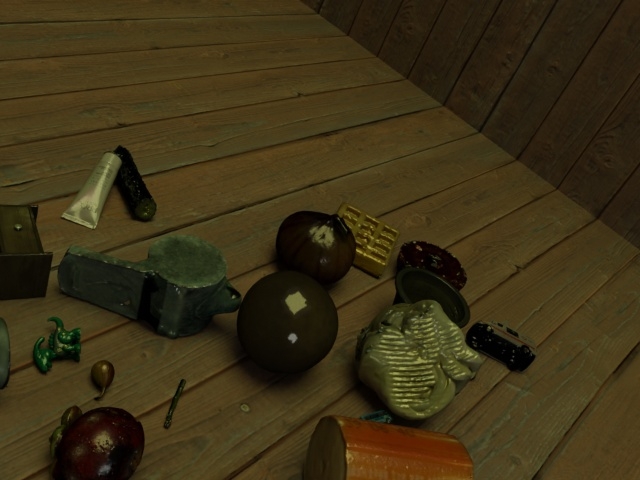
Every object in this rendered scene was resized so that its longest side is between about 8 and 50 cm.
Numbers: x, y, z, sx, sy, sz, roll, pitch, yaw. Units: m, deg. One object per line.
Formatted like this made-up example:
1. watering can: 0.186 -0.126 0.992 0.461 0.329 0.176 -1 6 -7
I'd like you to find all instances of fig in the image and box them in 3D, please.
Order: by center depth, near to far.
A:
1. fig: -0.459 0.293 1.451 0.050 0.050 0.083 11 55 -20
2. fig: -0.007 0.010 1.969 0.235 0.215 0.235 0 24 0

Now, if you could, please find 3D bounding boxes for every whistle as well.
1. whistle: -0.395 0.109 1.621 0.404 0.168 0.188 -2 42 -27

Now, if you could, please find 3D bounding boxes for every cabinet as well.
1. cabinet: -0.728 0.022 1.535 0.215 0.148 0.175 -1 43 -35

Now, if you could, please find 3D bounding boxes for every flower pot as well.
1. flower pot: 0.283 0.207 1.935 0.235 0.148 0.235 19 32 -13

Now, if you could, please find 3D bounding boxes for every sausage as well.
1. sausage: 0.131 0.490 1.410 0.287 0.233 0.233 15 36 -18

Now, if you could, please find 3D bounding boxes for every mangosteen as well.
1. mangosteen: -0.420 0.384 1.272 0.180 0.166 0.166 6 31 17

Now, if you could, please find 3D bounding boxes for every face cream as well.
1. face cream: -0.610 -0.139 1.877 0.092 0.058 0.244 20 53 -8

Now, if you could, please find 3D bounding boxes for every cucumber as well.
1. cucumber: -0.543 -0.175 1.976 0.072 0.072 0.300 -3 42 -35

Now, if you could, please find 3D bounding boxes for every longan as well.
1. longan: -0.077 0.190 1.647 0.258 0.258 0.258 17 36 -13

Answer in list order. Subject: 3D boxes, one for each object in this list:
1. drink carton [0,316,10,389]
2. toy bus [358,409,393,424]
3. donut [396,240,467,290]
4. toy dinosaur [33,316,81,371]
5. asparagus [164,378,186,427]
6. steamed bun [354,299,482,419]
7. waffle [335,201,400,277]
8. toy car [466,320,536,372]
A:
1. drink carton: -0.697 0.209 1.285 0.189 0.191 0.186 -1 81 -43
2. toy bus: 0.129 0.433 1.643 0.083 0.038 0.046 -5 42 -37
3. donut: 0.340 0.096 2.165 0.235 0.089 0.235 16 37 -13
4. toy dinosaur: -0.561 0.218 1.473 0.096 0.059 0.132 0 51 -24
5. asparagus: -0.314 0.351 1.488 0.015 0.018 0.127 56 26 -29
6. steamed bun: 0.229 0.298 1.742 0.280 0.268 0.207 51 -6 1
7. waffle: 0.128 -0.009 2.195 0.221 0.055 0.248 28 35 2
8. toy car: 0.530 0.294 2.032 0.209 0.089 0.108 28 34 -1
